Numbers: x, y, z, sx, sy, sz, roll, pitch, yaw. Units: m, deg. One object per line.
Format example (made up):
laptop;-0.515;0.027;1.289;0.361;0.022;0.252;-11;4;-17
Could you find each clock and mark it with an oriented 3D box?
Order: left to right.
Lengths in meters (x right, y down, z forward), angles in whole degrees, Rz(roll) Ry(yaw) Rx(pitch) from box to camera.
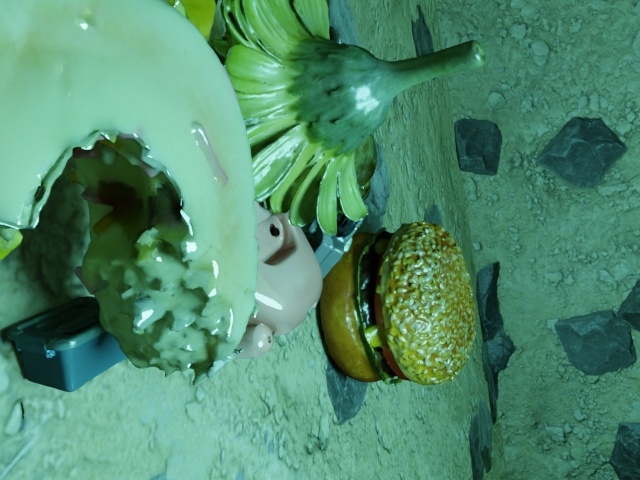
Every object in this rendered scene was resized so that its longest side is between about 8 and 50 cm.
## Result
clock;-0.098;0.001;0.740;0.227;0.143;0.241;-43;119;-60

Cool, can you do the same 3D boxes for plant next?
plant;0.016;-0.191;0.673;0.306;0.297;0.261;47;20;-36

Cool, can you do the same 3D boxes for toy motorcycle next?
toy motorcycle;0.000;0.000;0.932;0.073;0.225;0.152;27;27;-15

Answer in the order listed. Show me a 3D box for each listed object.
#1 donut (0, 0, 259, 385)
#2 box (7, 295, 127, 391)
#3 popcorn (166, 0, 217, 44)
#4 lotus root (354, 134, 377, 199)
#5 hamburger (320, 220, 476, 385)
donut;-0.182;-0.047;0.389;0.371;0.150;0.307;15;76;-63
box;-0.223;0.094;0.526;0.099;0.074;0.054;-32;123;-62
popcorn;-0.191;-0.248;0.554;0.190;0.191;0.253;23;50;-21
lotus root;0.005;-0.141;0.956;0.309;0.173;0.173;30;57;-66
hamburger;0.162;0.125;1.128;0.330;0.250;0.329;-8;90;-65
